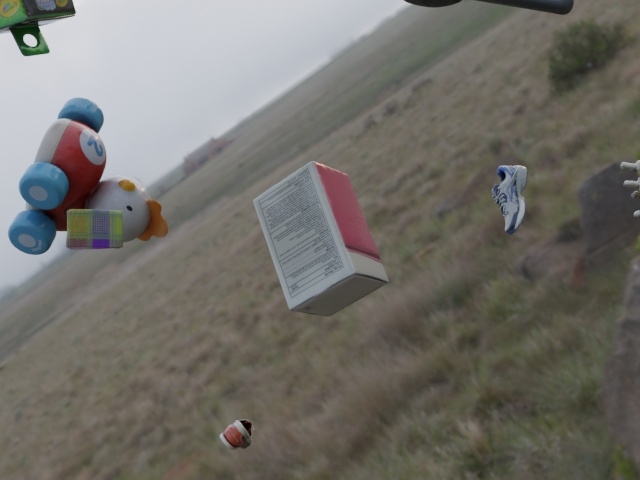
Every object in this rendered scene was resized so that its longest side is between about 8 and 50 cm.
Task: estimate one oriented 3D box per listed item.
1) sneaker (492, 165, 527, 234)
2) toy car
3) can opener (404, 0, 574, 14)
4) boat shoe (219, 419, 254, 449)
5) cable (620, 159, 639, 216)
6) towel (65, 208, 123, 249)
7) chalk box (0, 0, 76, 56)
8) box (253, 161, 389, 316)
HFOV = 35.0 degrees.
[{"bbox_3d":[0.331,-0.074,1.810,0.052,0.058,0.135,121,159,-63],"label":"sneaker"},{"bbox_3d":[-0.356,-0.078,1.677,0.219,0.238,0.210,-78,12,-47],"label":"toy car"},{"bbox_3d":[0.237,-0.372,1.454,0.280,0.093,0.074,16,81,31],"label":"can opener"},{"bbox_3d":[-0.133,0.323,1.715,0.043,0.049,0.137,-43,-10,1],"label":"boat shoe"},{"bbox_3d":[0.658,-0.083,1.729,0.287,0.139,0.072,-7,-20,0],"label":"cable"},{"bbox_3d":[-0.335,-0.017,1.503,0.083,0.060,0.009,0,6,-11],"label":"towel"},{"bbox_3d":[-0.494,-0.401,1.632,0.132,0.213,0.132,-7,11,26],"label":"chalk box"},{"bbox_3d":[0.000,0.000,1.824,0.148,0.232,0.127,-31,-25,26],"label":"box"}]
